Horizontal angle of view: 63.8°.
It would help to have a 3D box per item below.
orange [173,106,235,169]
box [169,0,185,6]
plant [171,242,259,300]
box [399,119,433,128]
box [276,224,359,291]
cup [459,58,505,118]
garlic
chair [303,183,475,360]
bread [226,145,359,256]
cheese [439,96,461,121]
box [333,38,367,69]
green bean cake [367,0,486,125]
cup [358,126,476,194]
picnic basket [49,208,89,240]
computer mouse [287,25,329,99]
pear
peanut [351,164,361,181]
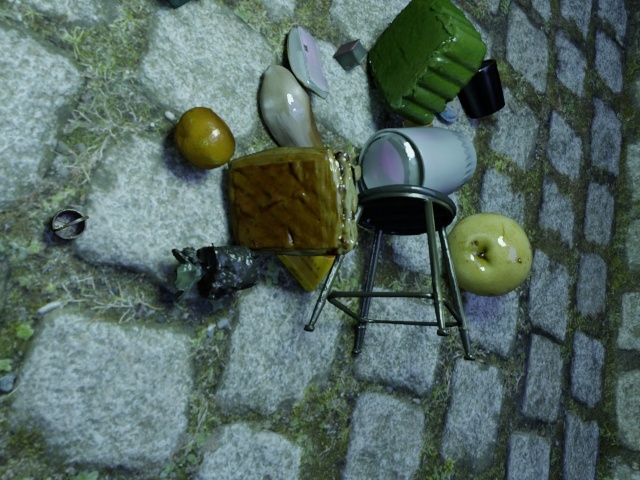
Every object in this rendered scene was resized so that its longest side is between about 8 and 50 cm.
[{"bbox_3d":[-0.281,-0.242,1.232,0.134,0.156,0.157,-29,105,-15],"label":"orange"},{"bbox_3d":[-0.341,-0.683,1.219,0.130,0.162,0.227,-47,114,-20],"label":"box"},{"bbox_3d":[-0.257,0.072,1.225,0.203,0.131,0.143,-13,96,-26],"label":"plant"},{"bbox_3d":[0.345,-0.399,1.823,0.156,0.022,0.089,-28,101,-37],"label":"box"},{"bbox_3d":[0.000,0.000,1.495,0.152,0.043,0.269,52,58,-27],"label":"box"},{"bbox_3d":[0.639,-0.598,1.991,0.239,0.166,0.177,-41,114,-32],"label":"cup"},{"bbox_3d":[-0.071,-0.335,1.445,0.143,0.112,0.318,-48,125,-34],"label":"garlic"},{"bbox_3d":[0.213,0.088,1.418,0.362,0.364,0.410,40,52,-56],"label":"chair"},{"bbox_3d":[-0.064,-0.100,1.323,0.167,0.324,0.278,-28,114,-72],"label":"bread"},{"bbox_3d":[0.444,-0.512,1.890,0.244,0.052,0.135,9,74,-39],"label":"cheese"},{"bbox_3d":[0.095,-0.578,1.603,0.063,0.084,0.060,51,57,-30],"label":"box"},{"bbox_3d":[0.327,-0.556,1.598,0.218,0.335,0.319,13,50,-33],"label":"green bean cake"},{"bbox_3d":[0.321,-0.239,1.642,0.371,0.253,0.254,-17,96,-41],"label":"cup"},{"bbox_3d":[-0.515,-0.035,1.058,0.072,0.083,0.072,3,85,-38],"label":"picnic basket"},{"bbox_3d":[-0.037,-0.507,1.477,0.125,0.056,0.245,22,49,-47],"label":"computer mouse"},{"bbox_3d":[0.594,0.048,1.815,0.309,0.309,0.310,4,83,-38],"label":"pear"},{"bbox_3d":[0.057,-0.192,1.542,0.174,0.080,0.080,-16,96,-41],"label":"peanut"}]
